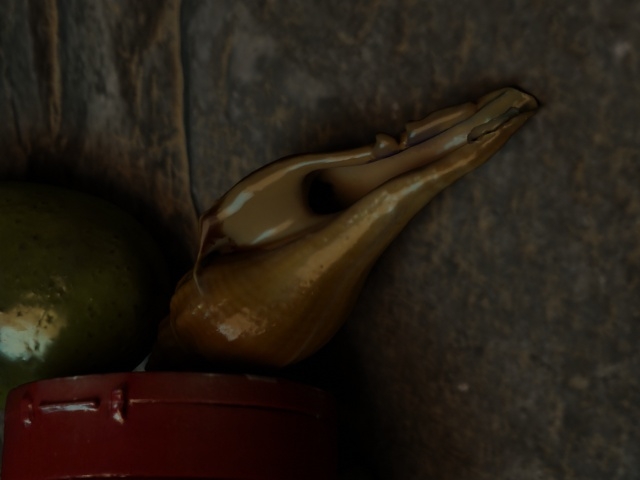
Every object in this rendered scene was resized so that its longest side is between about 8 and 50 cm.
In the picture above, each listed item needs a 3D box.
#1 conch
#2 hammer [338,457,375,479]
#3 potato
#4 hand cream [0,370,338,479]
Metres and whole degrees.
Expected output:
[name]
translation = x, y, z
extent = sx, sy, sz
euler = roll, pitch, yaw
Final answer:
[conch]
translation = 0.003, 0.000, 0.933
extent = 0.330, 0.093, 0.109
euler = -35, 71, 25
[hammer]
translation = 0.119, 0.336, 1.052
extent = 0.152, 0.044, 0.427
euler = -36, 89, 44
[potato]
translation = -0.217, 0.038, 1.088
extent = 0.248, 0.143, 0.169
euler = 0, 110, 29
[hand cream]
translation = -0.097, 0.172, 0.981
extent = 0.230, 0.230, 0.149
euler = -18, 65, 43
